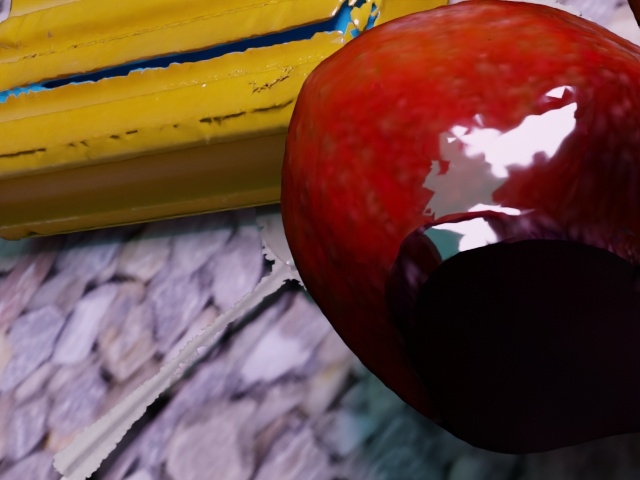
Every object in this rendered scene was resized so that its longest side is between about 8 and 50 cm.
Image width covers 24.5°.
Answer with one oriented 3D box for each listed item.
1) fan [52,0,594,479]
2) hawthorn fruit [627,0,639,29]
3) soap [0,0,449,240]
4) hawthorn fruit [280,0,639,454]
[{"bbox_3d":[0.000,0.000,0.875,0.414,0.012,0.233,-40,43,0],"label":"fan"},{"bbox_3d":[0.250,-0.172,0.723,0.196,0.196,0.225,-3,43,32],"label":"hawthorn fruit"},{"bbox_3d":[-0.077,-0.115,0.943,0.324,0.096,0.204,-6,53,31],"label":"soap"},{"bbox_3d":[0.080,-0.015,0.700,0.215,0.215,0.249,-48,44,-5],"label":"hawthorn fruit"}]
